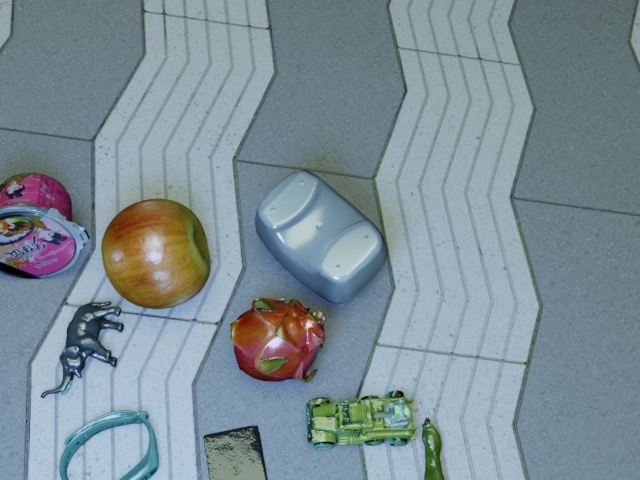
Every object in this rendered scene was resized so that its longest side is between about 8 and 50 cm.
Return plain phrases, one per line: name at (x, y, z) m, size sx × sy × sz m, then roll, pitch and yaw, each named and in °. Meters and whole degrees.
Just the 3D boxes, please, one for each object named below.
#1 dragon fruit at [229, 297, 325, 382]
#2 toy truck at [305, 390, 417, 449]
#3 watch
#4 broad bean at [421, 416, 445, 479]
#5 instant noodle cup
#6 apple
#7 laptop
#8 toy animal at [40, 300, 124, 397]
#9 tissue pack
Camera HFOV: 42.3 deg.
dragon fruit at (-0.099, 0.236, 1.993) m, size 0.227 × 0.224 × 0.224 m, roll -2°, pitch 62°, yaw -1°
toy truck at (0.096, 0.414, 1.958) m, size 0.259 × 0.135 × 0.128 m, roll -3°, pitch 62°, yaw -4°
watch at (-0.476, 0.494, 1.896) m, size 0.237 × 0.068 × 0.195 m, roll -38°, pitch 69°, yaw -18°
broad bean at (0.269, 0.545, 1.947) m, size 0.052 × 0.053 × 0.256 m, roll -6°, pitch 58°, yaw 6°
instant noodle cup at (-0.727, -0.051, 2.075) m, size 0.302 × 0.258 × 0.182 m, roll -2°, pitch 47°, yaw -8°
apple at (-0.402, 0.031, 2.030) m, size 0.233 × 0.286 × 0.286 m, roll -16°, pitch 63°, yaw 7°
laptop at (-0.195, 0.538, 1.930) m, size 0.135 × 0.016 × 0.197 m, roll -8°, pitch 62°, yaw -9°
toy animal at (-0.563, 0.268, 1.998) m, size 0.137 × 0.082 × 0.270 m, roll 13°, pitch 65°, yaw 5°
tissue pack at (0.000, 0.000, 2.122) m, size 0.333 × 0.236 × 0.229 m, roll 41°, pitch 74°, yaw 16°
